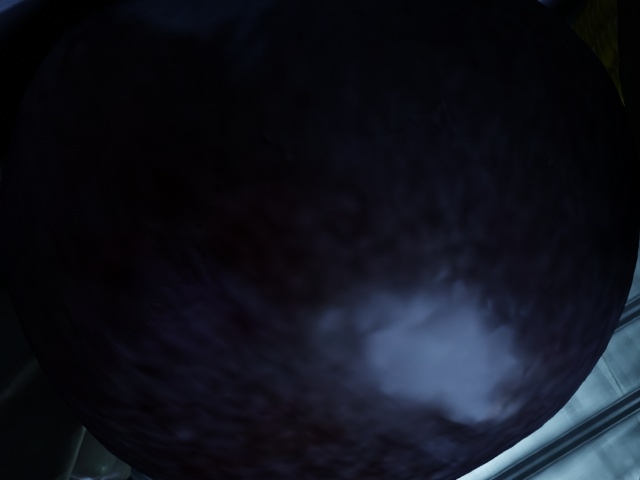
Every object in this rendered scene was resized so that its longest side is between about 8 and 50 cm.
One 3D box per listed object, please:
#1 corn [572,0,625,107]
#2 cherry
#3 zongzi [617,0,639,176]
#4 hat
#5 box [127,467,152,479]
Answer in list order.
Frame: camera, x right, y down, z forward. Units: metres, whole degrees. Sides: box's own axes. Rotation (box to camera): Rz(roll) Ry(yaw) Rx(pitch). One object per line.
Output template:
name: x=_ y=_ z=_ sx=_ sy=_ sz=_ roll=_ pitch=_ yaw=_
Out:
corn: x=0.163 y=-0.094 z=0.665 sx=0.093 sy=0.093 sz=0.244 roll=-33 pitch=172 yaw=-15
cherry: x=0.002 y=-0.002 z=0.404 sx=0.176 sy=0.140 sz=0.176 roll=-20 pitch=163 yaw=-7
zongzi: x=0.237 y=-0.024 z=0.415 sx=0.300 sy=0.145 sz=0.274 roll=0 pitch=-148 yaw=6
hat: x=-0.145 y=0.067 z=0.513 sx=0.175 sy=0.085 sz=0.147 roll=-12 pitch=-177 yaw=1
box: x=-0.088 y=0.098 z=0.740 sx=0.345 sy=0.097 sz=0.134 roll=-40 pitch=172 yaw=29
